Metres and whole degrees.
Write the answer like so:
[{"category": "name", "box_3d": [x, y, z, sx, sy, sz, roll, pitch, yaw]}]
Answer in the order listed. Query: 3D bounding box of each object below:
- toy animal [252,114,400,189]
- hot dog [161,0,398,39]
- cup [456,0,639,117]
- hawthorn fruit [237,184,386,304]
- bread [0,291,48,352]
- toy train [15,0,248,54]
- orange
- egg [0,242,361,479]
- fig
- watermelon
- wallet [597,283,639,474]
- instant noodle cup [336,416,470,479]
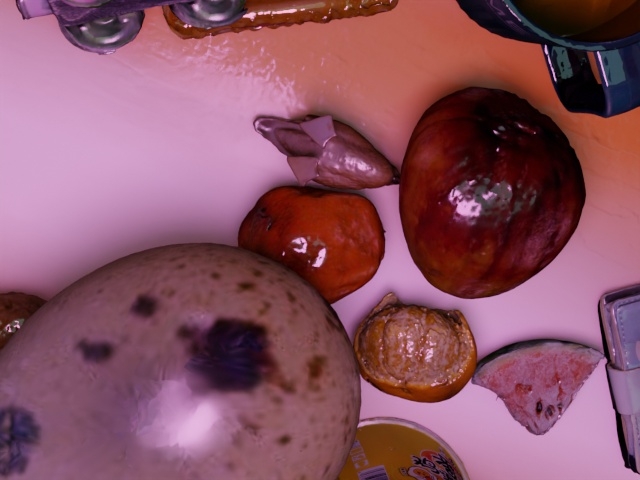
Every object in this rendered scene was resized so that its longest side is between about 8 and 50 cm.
[{"category": "toy animal", "box_3d": [0.012, -0.110, 1.510, 0.188, 0.179, 0.089, 27, 98, 28]}, {"category": "hot dog", "box_3d": [-0.048, -0.293, 1.490, 0.289, 0.068, 0.083, -7, 77, 0]}, {"category": "cup", "box_3d": [0.295, -0.320, 1.401, 0.308, 0.292, 0.242, 41, 94, -11]}, {"category": "hawthorn fruit", "box_3d": [-0.011, 0.004, 1.492, 0.179, 0.173, 0.173, -20, 101, 4]}, {"category": "bread", "box_3d": [-0.383, 0.169, 1.507, 0.230, 0.123, 0.230, -1, 97, -5]}, {"category": "toy train", "box_3d": [-0.210, -0.361, 1.387, 0.307, 0.173, 0.249, -14, 75, -3]}, {"category": "orange", "box_3d": [0.120, 0.133, 1.537, 0.156, 0.156, 0.134, 16, 58, -8]}, {"category": "egg", "box_3d": [-0.168, 0.182, 1.325, 0.428, 0.345, 0.345, -14, 100, -5]}, {"category": "fig", "box_3d": [0.202, -0.052, 1.482, 0.224, 0.224, 0.263, 5, 99, -6]}, {"category": "watermelon", "box_3d": [0.275, 0.188, 1.601, 0.187, 0.071, 0.139, -5, 107, -13]}, {"category": "wallet", "box_3d": [0.465, 0.176, 1.612, 0.176, 0.075, 0.250, -14, 101, -9]}, {"category": "instant noodle cup", "box_3d": [0.090, 0.377, 1.545, 0.264, 0.200, 0.264, -1, 99, -6]}]
